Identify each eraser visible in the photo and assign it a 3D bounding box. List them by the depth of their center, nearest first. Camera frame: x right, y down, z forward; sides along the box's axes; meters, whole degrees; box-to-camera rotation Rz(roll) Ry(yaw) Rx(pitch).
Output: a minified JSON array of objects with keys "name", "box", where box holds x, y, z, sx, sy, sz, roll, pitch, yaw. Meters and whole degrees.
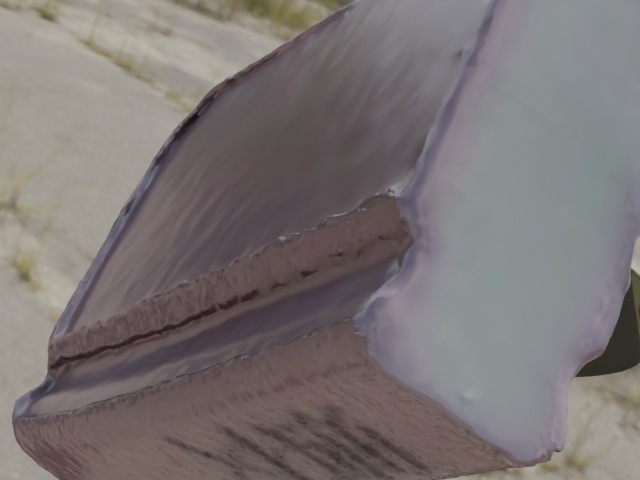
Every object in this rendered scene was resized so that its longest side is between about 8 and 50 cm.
[{"name":"eraser","box":[0.000,0.000,0.697,0.122,0.272,0.359,36,-30,-22]}]

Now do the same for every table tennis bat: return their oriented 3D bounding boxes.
[{"name":"table tennis bat","box":[0.278,0.071,1.276,0.301,0.173,0.022,-4,42,18]}]
